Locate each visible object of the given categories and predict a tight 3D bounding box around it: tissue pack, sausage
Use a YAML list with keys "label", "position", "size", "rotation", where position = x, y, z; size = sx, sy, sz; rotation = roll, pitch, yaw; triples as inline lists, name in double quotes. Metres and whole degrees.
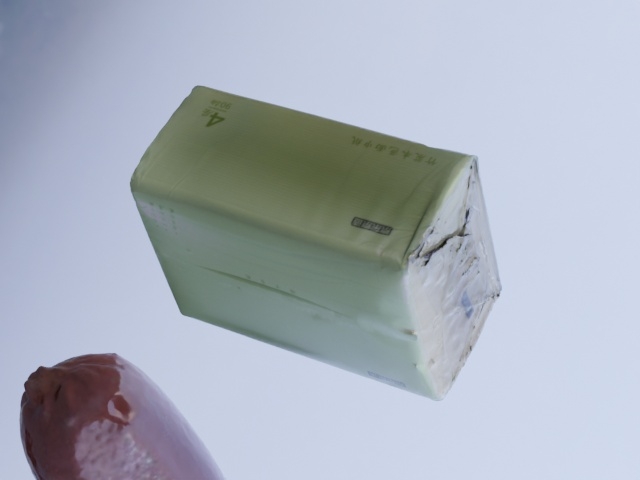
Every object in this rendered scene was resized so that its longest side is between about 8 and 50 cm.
- label: "tissue pack"
  position: [0.000, 0.000, 1.306]
  size: [0.234, 0.159, 0.125]
  rotation: [17, -124, 26]
- label: "sausage"
  position: [-0.165, 0.202, 1.584]
  size: [0.148, 0.254, 0.148]
  rotation: [-36, -165, 12]
